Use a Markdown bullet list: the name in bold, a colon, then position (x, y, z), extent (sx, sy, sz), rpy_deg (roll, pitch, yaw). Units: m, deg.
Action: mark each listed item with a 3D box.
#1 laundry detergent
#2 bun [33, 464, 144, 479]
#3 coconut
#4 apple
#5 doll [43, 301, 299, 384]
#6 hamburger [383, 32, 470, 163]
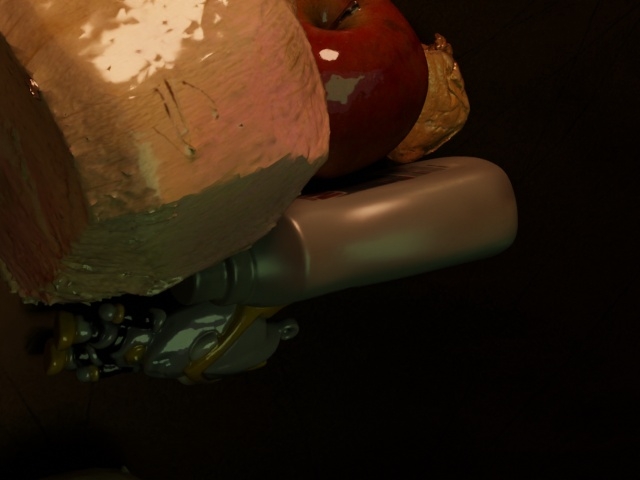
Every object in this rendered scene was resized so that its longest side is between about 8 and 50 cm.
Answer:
- **laundry detergent**: position (0.000, 0.000, 1.766), extent (0.397, 0.264, 0.125), rpy_deg (-14, 99, -34)
- **bun**: position (-0.273, 0.394, 1.835), extent (0.283, 0.179, 0.283), rpy_deg (0, 91, -10)
- **coconut**: position (-0.171, -0.152, 1.517), extent (0.404, 0.404, 0.405), rpy_deg (-14, 118, -28)
- **apple**: position (0.000, -0.174, 1.737), extent (0.230, 0.230, 0.230), rpy_deg (-14, 118, -28)
- **doll**: position (-0.163, 0.110, 1.823), extent (0.316, 0.103, 0.146), rpy_deg (0, 115, -28)
- **hamburger**: position (0.107, -0.171, 1.886), extent (0.147, 0.083, 0.138), rpy_deg (-35, 130, -14)
